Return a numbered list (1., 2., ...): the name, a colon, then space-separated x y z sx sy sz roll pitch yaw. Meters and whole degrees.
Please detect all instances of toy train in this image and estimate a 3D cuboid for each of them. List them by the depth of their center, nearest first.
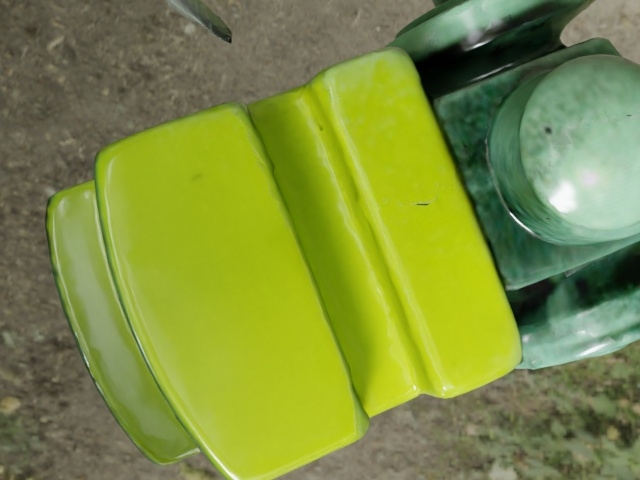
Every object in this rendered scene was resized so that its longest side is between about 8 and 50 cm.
1. toy train: 0.000 0.000 0.521 0.272 0.179 0.442 -22 -178 -11

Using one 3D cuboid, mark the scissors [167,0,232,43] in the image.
1. scissors: -0.121 -0.184 0.594 0.021 0.110 0.212 -12 148 29
